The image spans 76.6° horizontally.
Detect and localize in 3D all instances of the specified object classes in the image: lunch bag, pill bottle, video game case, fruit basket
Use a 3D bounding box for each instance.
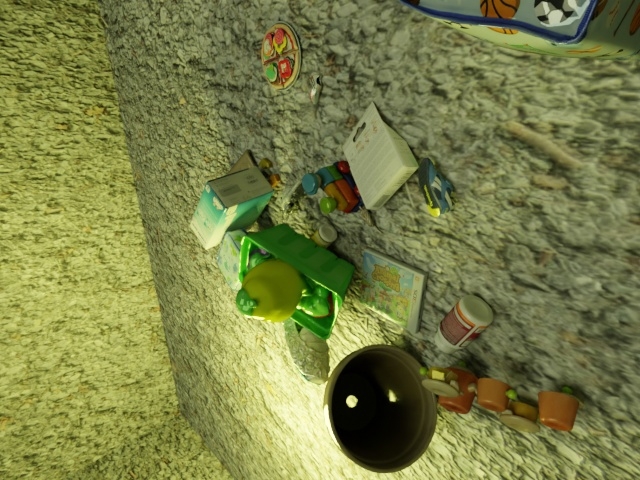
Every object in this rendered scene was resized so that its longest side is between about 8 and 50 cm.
[{"bbox_3d":[-0.309,0.069,1.522,0.176,0.090,0.219,53,138,19],"label":"lunch bag"},{"bbox_3d":[0.343,0.209,0.988,0.086,0.086,0.152,48,136,25],"label":"pill bottle"},{"bbox_3d":[0.205,0.143,1.174,0.212,0.023,0.193,25,123,42],"label":"video game case"},{"bbox_3d":[0.285,-0.421,0.603,0.385,0.328,0.238,34,124,39],"label":"lunch bag"},{"bbox_3d":[-0.114,0.148,1.212,0.392,0.392,0.282,46,142,27],"label":"fruit basket"},{"bbox_3d":[0.000,0.000,1.323,0.065,0.065,0.116,60,140,13],"label":"pill bottle"}]

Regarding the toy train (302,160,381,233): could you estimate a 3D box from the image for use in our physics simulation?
[{"bbox_3d":[0.062,-0.105,1.144,0.248,0.143,0.105,57,140,16],"label":"toy train"}]

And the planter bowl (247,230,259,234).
[{"bbox_3d":[-0.246,0.034,1.593,0.162,0.109,0.162,23,122,43],"label":"planter bowl"}]

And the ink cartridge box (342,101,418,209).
[{"bbox_3d":[0.150,-0.224,1.083,0.181,0.056,0.224,-51,47,47],"label":"ink cartridge box"}]

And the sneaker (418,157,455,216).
[{"bbox_3d":[0.275,-0.128,0.960,0.053,0.059,0.144,131,126,-75],"label":"sneaker"}]

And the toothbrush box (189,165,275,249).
[{"bbox_3d":[-0.331,-0.117,1.497,0.126,0.216,0.295,53,141,10],"label":"toothbrush box"}]

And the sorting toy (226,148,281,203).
[{"bbox_3d":[-0.269,-0.228,1.565,0.307,0.041,0.229,-31,81,51],"label":"sorting toy"}]

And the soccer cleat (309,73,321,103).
[{"bbox_3d":[-0.011,-0.442,1.183,0.036,0.029,0.083,25,118,47],"label":"soccer cleat"}]

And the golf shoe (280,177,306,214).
[{"bbox_3d":[-0.097,-0.164,1.373,0.086,0.069,0.176,61,140,21],"label":"golf shoe"}]

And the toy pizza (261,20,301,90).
[{"bbox_3d":[-0.133,-0.574,1.268,0.201,0.032,0.201,23,122,43],"label":"toy pizza"}]

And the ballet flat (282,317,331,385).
[{"bbox_3d":[-0.056,0.289,1.383,0.409,0.147,0.146,-121,34,-50],"label":"ballet flat"}]

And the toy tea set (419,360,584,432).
[{"bbox_3d":[0.414,0.345,0.947,0.336,0.124,0.200,7,146,30],"label":"toy tea set"}]

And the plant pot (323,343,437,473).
[{"bbox_3d":[0.135,0.485,1.211,0.323,0.323,0.280,63,158,9],"label":"plant pot"}]
